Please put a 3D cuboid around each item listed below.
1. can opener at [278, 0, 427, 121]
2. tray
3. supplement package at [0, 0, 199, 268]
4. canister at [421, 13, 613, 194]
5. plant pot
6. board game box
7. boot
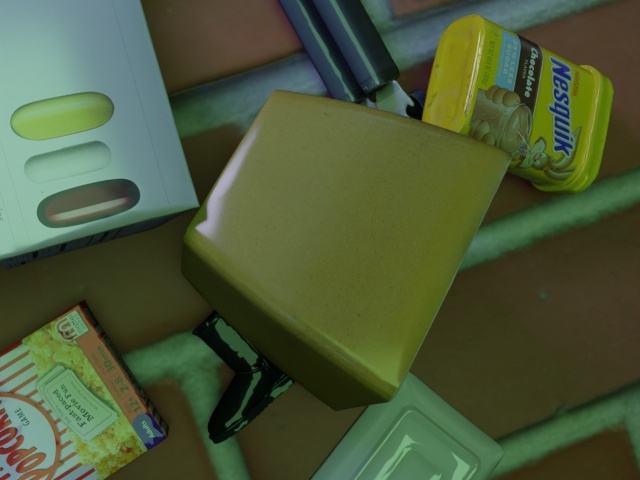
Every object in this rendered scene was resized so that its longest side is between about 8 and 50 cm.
[{"bbox_3d":[0.046,-0.162,0.762,0.093,0.074,0.280,-40,99,-42],"label":"can opener"},{"bbox_3d":[0.053,0.273,0.774,0.145,0.030,0.270,40,84,-8],"label":"tray"},{"bbox_3d":[-0.216,-0.123,0.631,0.145,0.204,0.261,-17,93,-20],"label":"supplement package"},{"bbox_3d":[0.184,-0.123,0.743,0.170,0.073,0.126,15,84,-31],"label":"canister"},{"bbox_3d":[0.000,0.000,0.666,0.187,0.212,0.212,30,73,-1],"label":"plant pot"},{"bbox_3d":[-0.258,0.167,0.714,0.194,0.045,0.146,-33,95,-8],"label":"board game box"},{"bbox_3d":[-0.081,0.115,0.744,0.121,0.045,0.099,-40,98,-14],"label":"boot"}]
